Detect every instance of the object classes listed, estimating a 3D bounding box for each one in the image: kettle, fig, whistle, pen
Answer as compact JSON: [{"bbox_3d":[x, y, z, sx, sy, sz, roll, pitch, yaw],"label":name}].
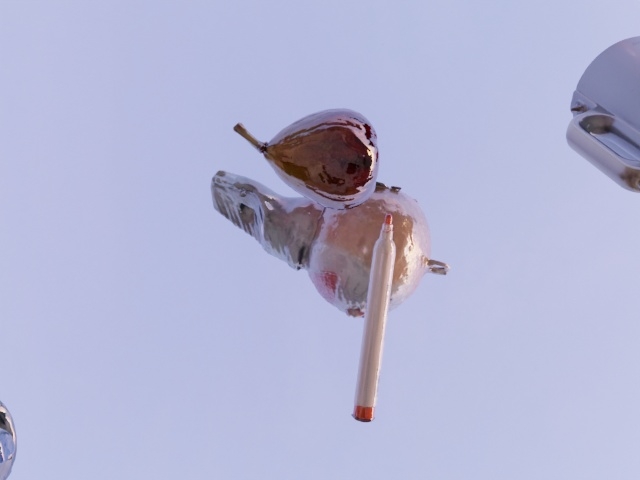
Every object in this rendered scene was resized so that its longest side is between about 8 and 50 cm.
[{"bbox_3d":[0.416,-0.140,0.930,0.211,0.243,0.159,-4,-57,-7],"label":"kettle"},{"bbox_3d":[-0.013,-0.071,0.636,0.125,0.089,0.088,3,-75,-5],"label":"fig"},{"bbox_3d":[0.000,0.000,0.992,0.348,0.189,0.189,17,-74,13],"label":"whistle"},{"bbox_3d":[0.057,0.080,0.775,0.026,0.026,0.217,7,-85,3],"label":"pen"}]

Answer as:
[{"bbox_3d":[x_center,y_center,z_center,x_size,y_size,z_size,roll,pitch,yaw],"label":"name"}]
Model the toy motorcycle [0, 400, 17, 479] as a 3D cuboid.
[{"bbox_3d":[-0.371,0.152,0.554,0.182,0.241,0.319,12,-41,37],"label":"toy motorcycle"}]
